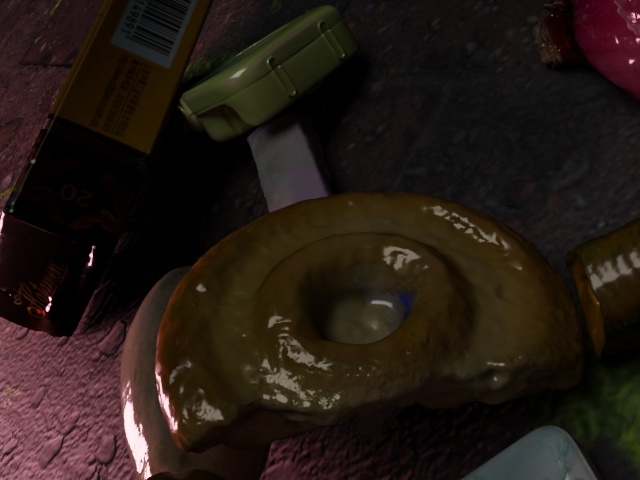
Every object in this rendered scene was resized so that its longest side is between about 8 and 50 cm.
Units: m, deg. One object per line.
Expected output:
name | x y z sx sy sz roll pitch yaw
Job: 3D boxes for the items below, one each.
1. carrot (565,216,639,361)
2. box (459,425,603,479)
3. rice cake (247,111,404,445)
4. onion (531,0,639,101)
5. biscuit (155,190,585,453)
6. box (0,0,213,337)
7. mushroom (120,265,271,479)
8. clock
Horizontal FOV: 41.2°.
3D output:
carrot | 0.226 0.006 0.500 0.173 0.082 0.082 -29 42 21
box | 0.061 0.239 0.506 0.285 0.044 0.142 -39 42 15
rice cake | -0.001 0.000 0.753 0.070 0.064 0.399 -34 39 11
onion | 0.267 -0.213 0.583 0.349 0.159 0.267 -9 50 41
biscuit | 0.021 0.043 0.571 0.274 0.091 0.213 -16 41 -8
box | -0.252 -0.119 0.991 0.264 0.116 0.415 -45 27 54
mushroom | -0.100 0.133 0.664 0.128 0.128 0.350 -41 23 13
clock | -0.076 -0.170 0.935 0.170 0.069 0.232 -43 18 -29
